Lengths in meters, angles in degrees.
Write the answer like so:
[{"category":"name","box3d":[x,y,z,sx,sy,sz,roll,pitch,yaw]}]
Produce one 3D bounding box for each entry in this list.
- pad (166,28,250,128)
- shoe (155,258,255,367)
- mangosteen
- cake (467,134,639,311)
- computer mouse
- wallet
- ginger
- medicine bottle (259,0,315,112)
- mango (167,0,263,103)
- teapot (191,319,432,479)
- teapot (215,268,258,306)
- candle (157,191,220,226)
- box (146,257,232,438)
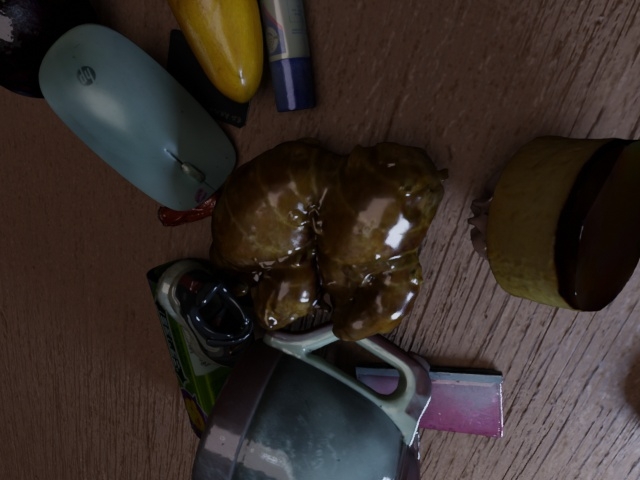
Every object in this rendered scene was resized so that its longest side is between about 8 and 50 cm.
[{"category":"pad","box3d":[-0.175,-0.251,0.656,0.157,0.003,0.112,22,115,11]},{"category":"shoe","box3d":[-0.155,0.129,0.650,0.112,0.099,0.228,8,137,45]},{"category":"mangosteen","box3d":[-0.452,-0.325,0.624,0.230,0.194,0.194,27,118,-15]},{"category":"cake","box3d":[0.258,-0.032,0.491,0.178,0.185,0.208,29,145,49]},{"category":"computer mouse","box3d":[-0.260,-0.173,0.613,0.159,0.097,0.288,-44,107,0]},{"category":"wallet","box3d":[0.177,0.263,0.697,0.232,0.025,0.119,-2,107,21]},{"category":"ginger","box3d":[-0.010,-0.004,0.598,0.357,0.152,0.274,4,107,17]},{"category":"medicine bottle","box3d":[-0.049,-0.294,0.563,0.059,0.059,0.231,-2,107,21]},{"category":"mango","box3d":[-0.134,-0.290,0.550,0.112,0.145,0.219,-18,104,-11]},{"category":"teapot","box3d":[0.012,0.278,0.650,0.312,0.233,0.315,21,88,6]},{"category":"teapot","box3d":[-0.121,0.071,0.709,0.129,0.078,0.098,14,113,15]},{"category":"candle","box3d":[-0.200,-0.051,0.712,0.162,0.053,0.048,-11,110,21]},{"category":"box","box3d":[-0.217,0.207,0.774,0.134,0.097,0.346,9,116,47]}]
